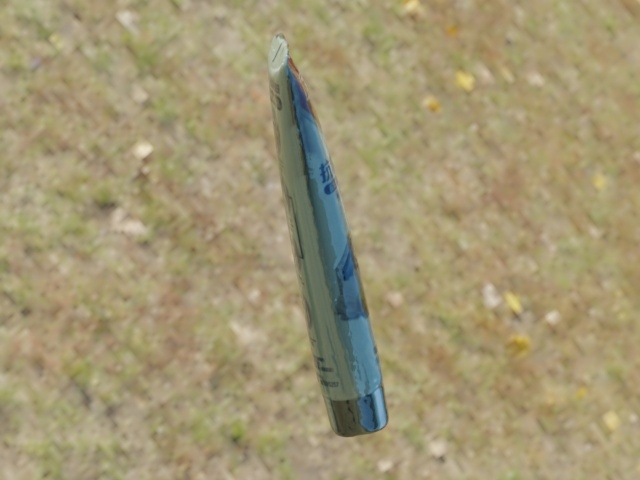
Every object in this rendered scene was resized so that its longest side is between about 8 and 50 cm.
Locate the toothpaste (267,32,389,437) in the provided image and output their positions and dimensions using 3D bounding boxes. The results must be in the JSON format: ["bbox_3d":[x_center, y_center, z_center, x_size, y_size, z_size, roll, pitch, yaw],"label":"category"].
[{"bbox_3d":[0.000,0.000,0.986,0.062,0.039,0.239,-108,-175,-72],"label":"toothpaste"}]
